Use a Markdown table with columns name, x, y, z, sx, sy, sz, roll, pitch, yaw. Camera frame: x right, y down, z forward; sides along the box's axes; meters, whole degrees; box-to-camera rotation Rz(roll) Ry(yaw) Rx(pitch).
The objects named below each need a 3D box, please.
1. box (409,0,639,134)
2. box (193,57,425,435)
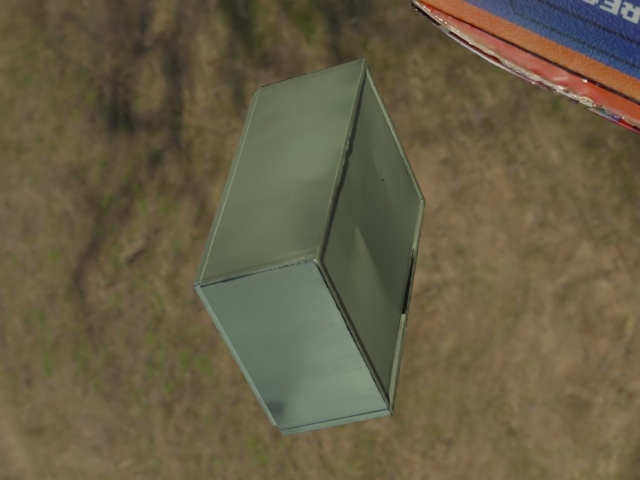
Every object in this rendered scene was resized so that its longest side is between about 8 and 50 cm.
| name | x | y | z | sx | sy | sz | roll | pitch | yaw |
| --- | --- | --- | --- | --- | --- | --- | --- | --- | --- |
| box | 0.304 | -0.267 | 1.154 | 0.318 | 0.348 | 0.257 | 29 | 125 | 21 |
| box | 0.000 | 0.000 | 0.973 | 0.225 | 0.086 | 0.129 | -77 | -32 | -52 |
